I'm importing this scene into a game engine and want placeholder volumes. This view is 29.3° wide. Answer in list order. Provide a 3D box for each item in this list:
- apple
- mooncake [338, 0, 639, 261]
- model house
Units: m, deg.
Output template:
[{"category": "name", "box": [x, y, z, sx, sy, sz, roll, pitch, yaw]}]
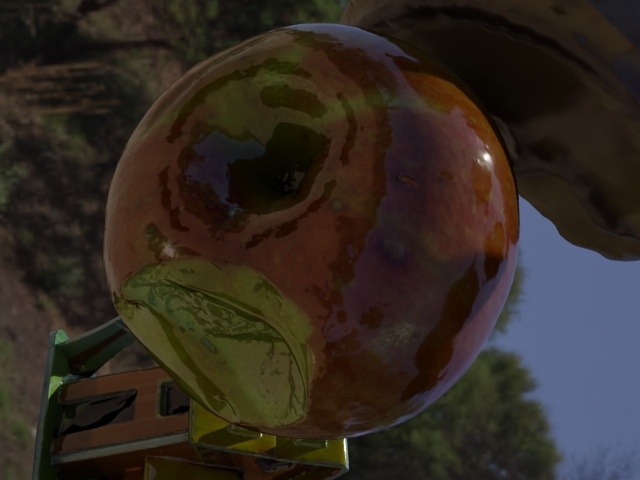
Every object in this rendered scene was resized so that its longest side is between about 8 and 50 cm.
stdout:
[{"category": "apple", "box": [0.000, 0.000, 1.002, 0.339, 0.340, 0.339, 174, -90, -79]}, {"category": "mooncake", "box": [0.224, -0.165, 1.197, 0.394, 0.246, 0.393, 16, -26, 36]}, {"category": "model house", "box": [-0.140, 0.197, 1.270, 0.340, 0.324, 0.300, 71, 11, -47]}]
